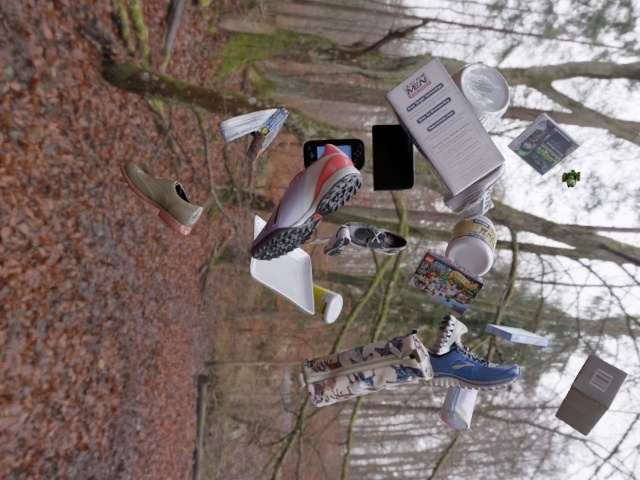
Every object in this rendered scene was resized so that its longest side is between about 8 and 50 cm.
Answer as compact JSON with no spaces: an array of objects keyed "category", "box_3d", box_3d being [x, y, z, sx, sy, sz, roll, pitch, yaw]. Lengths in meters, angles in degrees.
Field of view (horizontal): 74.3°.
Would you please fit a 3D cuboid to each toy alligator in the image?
[{"category":"toy alligator","box_3d":[0.873,-0.205,1.472,0.189,0.056,0.051,-32,116,-51]}]

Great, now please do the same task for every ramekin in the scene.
[{"category":"ramekin","box_3d":[0.599,-0.552,1.629,0.127,0.272,0.273,135,-46,-69]}]

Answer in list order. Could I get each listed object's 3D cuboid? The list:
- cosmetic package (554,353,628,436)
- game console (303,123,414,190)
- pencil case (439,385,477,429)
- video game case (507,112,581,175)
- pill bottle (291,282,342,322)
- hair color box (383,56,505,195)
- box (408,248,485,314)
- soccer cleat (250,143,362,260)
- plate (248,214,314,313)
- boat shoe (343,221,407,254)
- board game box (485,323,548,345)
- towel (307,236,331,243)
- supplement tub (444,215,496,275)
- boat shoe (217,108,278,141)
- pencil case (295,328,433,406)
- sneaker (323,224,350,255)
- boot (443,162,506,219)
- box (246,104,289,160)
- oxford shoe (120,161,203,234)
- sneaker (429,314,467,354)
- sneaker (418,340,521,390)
[{"category":"cosmetic package","box_3d":[0.751,0.437,1.183,0.107,0.127,0.238,32,-27,32]},{"category":"game console","box_3d":[0.125,-0.264,1.376,0.044,0.361,0.213,-123,-149,-88]},{"category":"pencil case","box_3d":[0.541,0.574,1.607,0.273,0.113,0.124,-56,148,-36]},{"category":"video game case","box_3d":[0.855,-0.364,1.623,0.173,0.190,0.022,-48,-172,40]},{"category":"pill bottle","box_3d":[-0.031,0.226,1.618,0.117,0.214,0.117,-39,139,-45]},{"category":"hair color box","box_3d":[0.351,-0.320,1.216,0.347,0.173,0.105,54,11,-5]},{"category":"box","box_3d":[0.473,0.156,1.597,0.044,0.233,0.159,-39,156,-55]},{"category":"soccer cleat","box_3d":[-0.049,-0.076,0.954,0.318,0.108,0.116,-42,-119,21]},{"category":"plate","box_3d":[-0.132,0.086,1.385,0.045,0.278,0.277,-36,-144,24]},{"category":"boat shoe","box_3d":[0.176,-0.013,1.369,0.079,0.233,0.084,-17,-120,59]},{"category":"board game box","box_3d":[0.883,0.426,1.905,0.160,0.211,0.039,-165,-94,-70]},{"category":"towel","box_3d":[0.000,0.000,1.402,0.060,0.083,0.010,-23,-103,53]},{"category":"supplement tub","box_3d":[0.779,0.018,2.175,0.316,0.228,0.228,-51,153,-51]},{"category":"boat shoe","box_3d":[-0.224,-0.377,1.388,0.079,0.227,0.081,19,-53,57]},{"category":"pencil case","box_3d":[0.137,0.406,1.337,0.183,0.410,0.160,53,23,-52]},{"category":"sneaker","box_3d":[0.040,0.002,0.993,0.109,0.040,0.044,-44,-143,51]},{"category":"boot","box_3d":[0.545,-0.162,1.422,0.258,0.123,0.095,-39,-161,53]},{"category":"box","box_3d":[-0.128,-0.254,1.010,0.094,0.027,0.137,-52,-172,-23]},{"category":"oxford shoe","box_3d":[-0.547,-0.173,1.474,0.130,0.348,0.123,-50,173,5]},{"category":"sneaker","box_3d":[0.566,0.488,1.905,0.292,0.118,0.110,-61,-176,-10]},{"category":"sneaker","box_3d":[0.484,0.411,1.401,0.129,0.329,0.147,27,63,-67]}]
